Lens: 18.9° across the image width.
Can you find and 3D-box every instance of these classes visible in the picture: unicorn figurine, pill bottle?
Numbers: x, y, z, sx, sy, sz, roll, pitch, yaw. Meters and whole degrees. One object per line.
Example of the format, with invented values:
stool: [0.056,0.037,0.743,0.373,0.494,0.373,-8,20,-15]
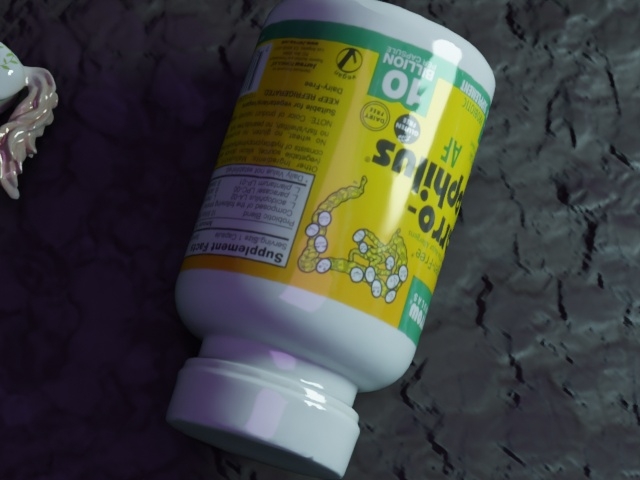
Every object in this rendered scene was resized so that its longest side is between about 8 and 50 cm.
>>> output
unicorn figurine: [-0.200,-0.094,0.938,0.162,0.060,0.111,34,76,-16]
pill bottle: [0.000,0.000,0.906,0.118,0.117,0.208,19,77,-3]
